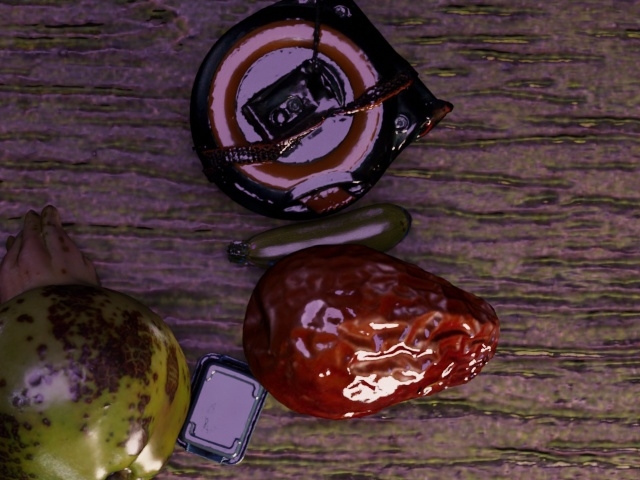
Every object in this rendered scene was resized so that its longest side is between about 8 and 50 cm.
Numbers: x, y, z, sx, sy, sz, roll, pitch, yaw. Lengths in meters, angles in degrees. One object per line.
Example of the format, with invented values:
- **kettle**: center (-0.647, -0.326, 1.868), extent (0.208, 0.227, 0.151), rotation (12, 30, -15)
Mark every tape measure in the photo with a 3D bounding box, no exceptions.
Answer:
- **tape measure**: center (-0.016, -0.124, 1.613), extent (0.223, 0.135, 0.202), rotation (-39, 86, -6)

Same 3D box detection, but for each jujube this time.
- **jujube**: center (0.048, 0.086, 1.601), extent (0.236, 0.168, 0.168), rotation (3, 85, -20)

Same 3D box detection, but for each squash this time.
- **squash**: center (0.000, 0.000, 1.650), extent (0.183, 0.052, 0.052), rotation (-11, 86, -7)

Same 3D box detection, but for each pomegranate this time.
- **pomegranate**: center (-0.217, 0.101, 1.551), extent (0.204, 0.222, 0.276), rotation (6, 63, 8)

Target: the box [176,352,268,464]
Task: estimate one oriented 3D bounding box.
- **box**: center (-0.094, 0.160, 1.627), extent (0.074, 0.054, 0.099), rotation (21, 84, -1)
